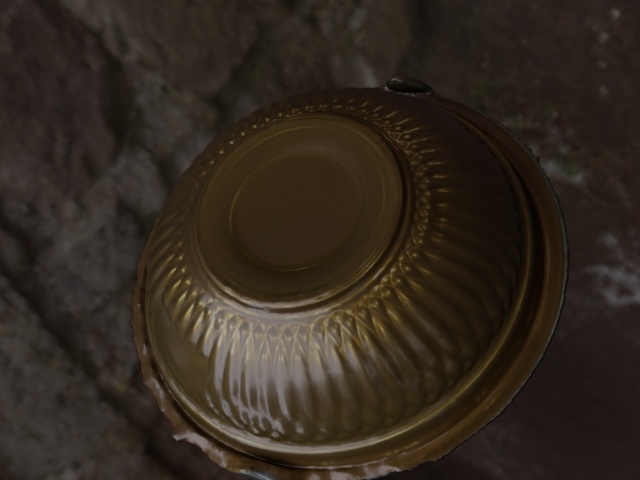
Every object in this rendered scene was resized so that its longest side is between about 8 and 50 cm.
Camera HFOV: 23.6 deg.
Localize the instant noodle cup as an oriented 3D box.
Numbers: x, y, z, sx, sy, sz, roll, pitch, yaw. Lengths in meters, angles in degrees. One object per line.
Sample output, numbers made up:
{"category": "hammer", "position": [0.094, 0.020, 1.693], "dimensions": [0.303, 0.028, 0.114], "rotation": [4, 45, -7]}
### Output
{"category": "instant noodle cup", "position": [0.000, 0.000, 0.878], "dimensions": [0.274, 0.274, 0.090], "rotation": [29, 164, 31]}
